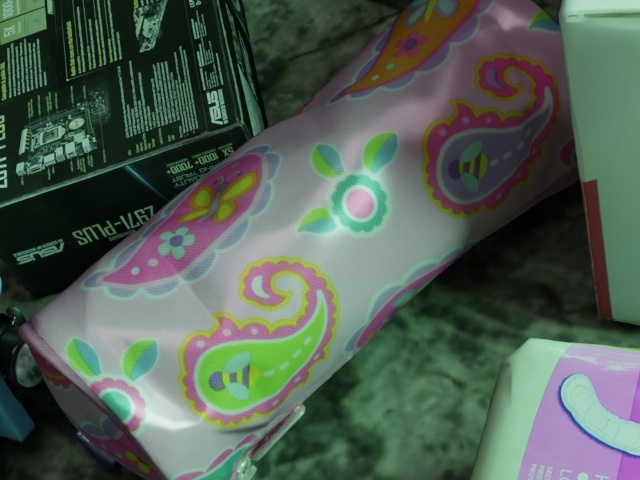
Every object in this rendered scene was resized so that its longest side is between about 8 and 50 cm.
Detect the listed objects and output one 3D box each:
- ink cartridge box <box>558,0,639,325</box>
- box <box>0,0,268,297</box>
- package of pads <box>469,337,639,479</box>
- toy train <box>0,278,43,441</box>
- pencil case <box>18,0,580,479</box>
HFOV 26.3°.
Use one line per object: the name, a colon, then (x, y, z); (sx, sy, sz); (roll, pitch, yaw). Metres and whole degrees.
ink cartridge box: (0.192, -0.128, 0.596); (0.117, 0.207, 0.283); (5, 56, 20)
box: (-0.110, -0.079, 0.746); (0.147, 0.077, 0.180); (-18, 51, 5)
package of pads: (0.181, 0.159, 0.458); (0.296, 0.101, 0.229); (8, 59, 23)
toy train: (-0.219, 0.061, 0.674); (0.184, 0.080, 0.105); (10, 52, 29)
pencil case: (0.000, 0.000, 0.630); (0.284, 0.124, 0.124); (-42, 53, -12)
